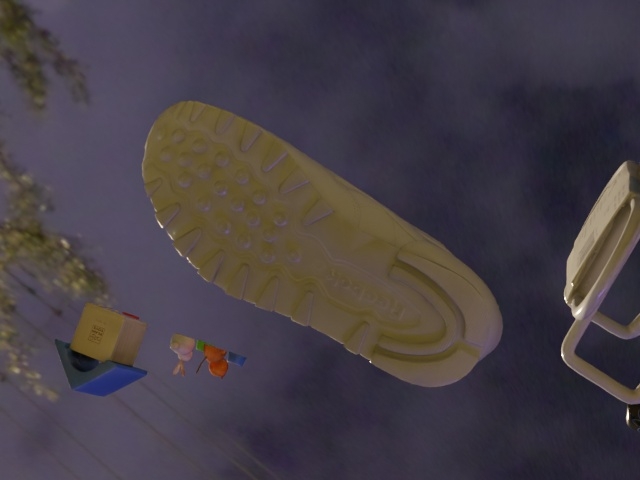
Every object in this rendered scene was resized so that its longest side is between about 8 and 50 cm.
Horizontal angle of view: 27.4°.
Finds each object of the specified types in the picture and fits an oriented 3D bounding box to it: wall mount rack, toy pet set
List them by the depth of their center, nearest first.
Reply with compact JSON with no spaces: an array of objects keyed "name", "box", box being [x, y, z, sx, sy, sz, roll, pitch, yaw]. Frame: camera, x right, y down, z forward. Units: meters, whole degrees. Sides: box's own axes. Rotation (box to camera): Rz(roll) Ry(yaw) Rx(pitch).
[{"name":"toy pet set","box":[-0.141,0.095,1.016,0.122,0.114,0.065,17,-95,27]},{"name":"wall mount rack","box":[0.329,-0.023,1.185,0.130,0.350,0.304,30,-74,3]}]

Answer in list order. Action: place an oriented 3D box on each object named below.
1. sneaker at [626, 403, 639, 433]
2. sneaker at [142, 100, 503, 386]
[{"name":"sneaker","box":[0.351,0.109,1.209,0.090,0.081,0.232,11,-149,25]},{"name":"sneaker","box":[0.000,0.000,0.764,0.235,0.095,0.090,37,-72,10]}]
